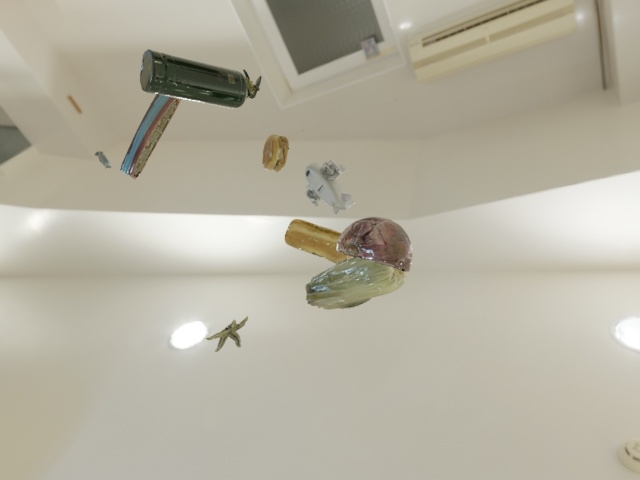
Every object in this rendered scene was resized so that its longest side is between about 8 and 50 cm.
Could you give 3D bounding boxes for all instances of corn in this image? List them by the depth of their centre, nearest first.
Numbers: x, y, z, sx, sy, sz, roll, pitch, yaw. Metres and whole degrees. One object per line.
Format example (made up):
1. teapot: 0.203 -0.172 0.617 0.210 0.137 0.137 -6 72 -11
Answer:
1. corn: 0.085 0.109 1.194 0.123 0.122 0.305 -4 164 -44

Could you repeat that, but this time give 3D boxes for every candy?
1. candy: -0.669 -0.247 1.400 0.030 0.020 0.083 -26 -118 -24

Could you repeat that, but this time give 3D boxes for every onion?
1. onion: 0.124 0.001 0.960 0.206 0.151 0.098 14 -90 53

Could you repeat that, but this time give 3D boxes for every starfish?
1. starfish: -0.391 0.392 1.895 0.176 0.208 0.053 -1 -145 -44

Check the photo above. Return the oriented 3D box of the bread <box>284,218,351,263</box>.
1. bread: 0.000 0.000 1.939 0.305 0.142 0.091 20 -155 11

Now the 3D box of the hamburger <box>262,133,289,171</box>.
1. hamburger: -0.176 -0.343 1.776 0.147 0.083 0.138 161 -62 -64

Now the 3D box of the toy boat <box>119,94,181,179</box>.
1. toy boat: -0.601 -0.405 1.640 0.392 0.079 0.136 -65 -172 -4

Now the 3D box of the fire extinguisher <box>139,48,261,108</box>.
1. fire extinguisher: -0.276 -0.391 1.122 0.311 0.114 0.095 0 173 -41

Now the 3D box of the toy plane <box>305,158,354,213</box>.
1. toy plane: 0.034 -0.224 1.900 0.252 0.252 0.118 -1 -157 39
